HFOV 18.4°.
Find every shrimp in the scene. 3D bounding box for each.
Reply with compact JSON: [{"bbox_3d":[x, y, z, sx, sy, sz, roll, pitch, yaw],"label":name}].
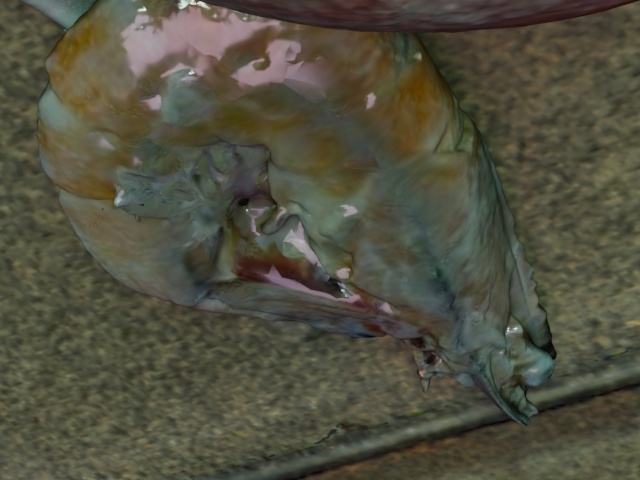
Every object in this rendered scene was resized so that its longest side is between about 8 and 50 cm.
[{"bbox_3d":[0.000,0.000,0.817,0.164,0.062,0.317,-22,135,20],"label":"shrimp"}]

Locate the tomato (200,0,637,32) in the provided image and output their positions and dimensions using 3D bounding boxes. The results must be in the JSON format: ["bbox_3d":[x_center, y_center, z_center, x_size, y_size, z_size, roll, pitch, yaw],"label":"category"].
[{"bbox_3d":[0.012,-0.199,0.392,0.282,0.317,0.317,-15,148,-25],"label":"tomato"}]

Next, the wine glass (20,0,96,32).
[{"bbox_3d":[-0.108,-0.104,0.734,0.039,0.042,0.083,-42,128,12],"label":"wine glass"}]
